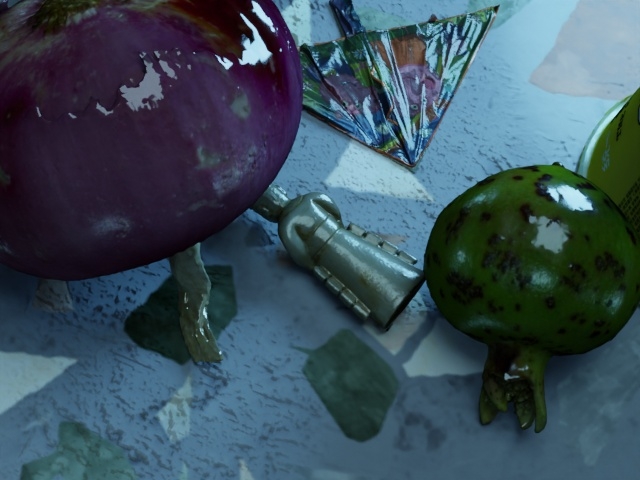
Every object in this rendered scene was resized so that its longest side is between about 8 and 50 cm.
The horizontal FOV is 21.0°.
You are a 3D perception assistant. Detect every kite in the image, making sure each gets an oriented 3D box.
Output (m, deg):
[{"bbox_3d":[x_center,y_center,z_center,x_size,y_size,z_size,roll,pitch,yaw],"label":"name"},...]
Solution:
[{"bbox_3d":[0.068,-0.174,1.843,0.321,0.016,0.234,-13,63,-17],"label":"kite"}]

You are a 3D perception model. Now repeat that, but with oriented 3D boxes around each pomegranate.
[{"bbox_3d":[0.199,0.048,1.642,0.211,0.211,0.263,12,79,-4],"label":"pomegranate"}]

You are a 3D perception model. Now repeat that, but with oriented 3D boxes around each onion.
[{"bbox_3d":[-0.188,-0.102,1.612,0.358,0.345,0.358,-2,51,3],"label":"onion"}]

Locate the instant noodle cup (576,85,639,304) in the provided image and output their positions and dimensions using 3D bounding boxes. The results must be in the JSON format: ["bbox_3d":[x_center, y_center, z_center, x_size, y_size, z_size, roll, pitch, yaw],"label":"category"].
[{"bbox_3d":[0.443,-0.092,1.728,0.326,0.254,0.325,4,60,-7],"label":"instant noodle cup"}]

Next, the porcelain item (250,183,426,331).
[{"bbox_3d":[0.000,0.000,1.709,0.213,0.054,0.084,36,58,10],"label":"porcelain item"}]
